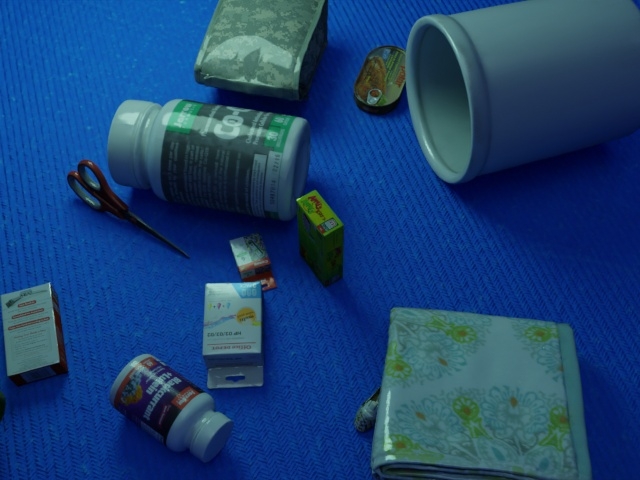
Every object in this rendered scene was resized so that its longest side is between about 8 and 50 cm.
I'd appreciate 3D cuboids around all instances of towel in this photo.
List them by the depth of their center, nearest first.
[{"bbox_3d":[0.255,0.252,1.262,0.320,0.090,0.374,8,38,6],"label":"towel"}]

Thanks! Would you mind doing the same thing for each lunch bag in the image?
[{"bbox_3d":[-0.124,-0.413,1.707,0.235,0.169,0.287,12,54,8],"label":"lunch bag"}]

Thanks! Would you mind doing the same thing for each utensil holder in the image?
[{"bbox_3d":[0.405,-0.309,1.544,0.385,0.328,0.328,-13,58,-10],"label":"utensil holder"}]

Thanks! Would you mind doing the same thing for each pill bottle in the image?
[{"bbox_3d":[-0.244,0.281,1.299,0.193,0.108,0.108,30,63,18],"label":"pill bottle"},{"bbox_3d":[-0.212,-0.163,1.526,0.361,0.204,0.204,9,58,6],"label":"pill bottle"}]

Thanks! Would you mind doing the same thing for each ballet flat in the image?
[{"bbox_3d":[0.097,0.276,1.338,0.041,0.041,0.114,36,65,21],"label":"ballet flat"}]

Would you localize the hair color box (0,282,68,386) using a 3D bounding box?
[{"bbox_3d":[-0.515,0.168,1.409,0.093,0.053,0.167,-15,60,-7],"label":"hair color box"}]

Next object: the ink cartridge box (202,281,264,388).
[{"bbox_3d":[-0.154,0.167,1.398,0.104,0.061,0.181,-3,58,-1],"label":"ink cartridge box"}]

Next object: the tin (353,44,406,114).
[{"bbox_3d":[0.140,-0.358,1.746,0.106,0.040,0.190,15,59,15],"label":"tin"}]

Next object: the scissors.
[{"bbox_3d":[-0.383,-0.046,1.553,0.297,0.109,0.021,42,45,-2],"label":"scissors"}]

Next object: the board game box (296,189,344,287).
[{"bbox_3d":[0.000,0.000,1.431,0.043,0.181,0.092,-29,61,-17],"label":"board game box"}]

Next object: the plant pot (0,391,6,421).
[{"bbox_3d":[-0.706,0.228,1.225,0.353,0.366,0.366,36,64,9],"label":"plant pot"}]

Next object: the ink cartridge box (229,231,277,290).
[{"bbox_3d":[-0.128,0.044,1.496,0.063,0.029,0.115,-16,58,-10],"label":"ink cartridge box"}]
